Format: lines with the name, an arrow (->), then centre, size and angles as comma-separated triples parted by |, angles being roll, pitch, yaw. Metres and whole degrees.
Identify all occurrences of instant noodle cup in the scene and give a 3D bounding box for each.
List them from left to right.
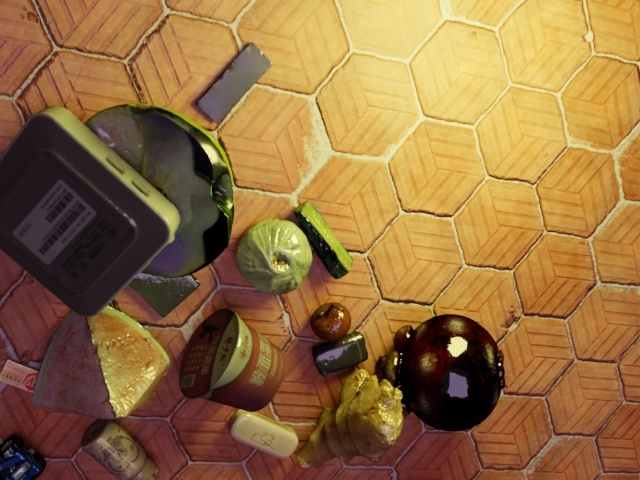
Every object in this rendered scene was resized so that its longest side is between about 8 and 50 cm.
instant noodle cup -> -0.209, 0.305, 1.820 | 0.178, 0.235, 0.235 | 32, 95, -32

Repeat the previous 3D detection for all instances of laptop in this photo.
laptop -> -0.397, 0.089, 1.805 | 0.129, 0.016, 0.180 | -42, 112, -1

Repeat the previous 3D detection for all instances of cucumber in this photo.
cucumber -> -0.002, 0.000, 1.869 | 0.062, 0.078, 0.211 | -28, 112, 28

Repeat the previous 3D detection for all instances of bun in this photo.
bun -> -0.110, 0.047, 1.823 | 0.195, 0.118, 0.196 | -6, 109, -17

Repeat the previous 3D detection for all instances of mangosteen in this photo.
mangosteen -> 0.308, 0.346, 1.952 | 0.346, 0.307, 0.307 | -4, 110, 19

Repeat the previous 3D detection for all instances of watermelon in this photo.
watermelon -> -0.512, 0.342, 1.733 | 0.283, 0.293, 0.250 | 25, 127, -22

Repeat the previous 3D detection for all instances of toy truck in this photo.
toy truck -> -0.774, 0.583, 1.779 | 0.208, 0.126, 0.113 | -40, 112, -1

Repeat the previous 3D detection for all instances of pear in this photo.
pear -> -0.352, -0.131, 1.633 | 0.398, 0.165, 0.399 | 7, 120, 12

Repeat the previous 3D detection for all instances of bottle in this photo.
bottle -> -0.502, 0.547, 1.866 | 0.110, 0.097, 0.209 | -26, 115, 27

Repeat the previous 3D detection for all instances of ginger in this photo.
ginger -> 0.062, 0.465, 1.928 | 0.166, 0.375, 0.236 | 5, 70, -54

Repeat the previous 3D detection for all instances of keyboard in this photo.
keyboard -> -0.202, -0.368, 1.731 | 0.196, 0.015, 0.074 | -47, 116, 1

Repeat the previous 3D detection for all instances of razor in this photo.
razor -> 0.052, 0.302, 1.976 | 0.148, 0.054, 0.090 | -18, 106, -11

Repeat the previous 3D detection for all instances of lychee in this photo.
lychee -> 0.031, 0.202, 1.910 | 0.114, 0.101, 0.140 | 8, 122, 23

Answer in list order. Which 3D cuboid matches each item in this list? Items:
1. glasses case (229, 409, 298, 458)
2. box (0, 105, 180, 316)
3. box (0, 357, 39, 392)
glasses case -> -0.151, 0.517, 1.981 | 0.196, 0.050, 0.083 | 28, 98, -22
box -> -0.529, -0.047, 1.577 | 0.373, 0.090, 0.367 | 43, 120, -9
box -> -0.719, 0.325, 1.779 | 0.093, 0.015, 0.058 | 27, 98, -21
